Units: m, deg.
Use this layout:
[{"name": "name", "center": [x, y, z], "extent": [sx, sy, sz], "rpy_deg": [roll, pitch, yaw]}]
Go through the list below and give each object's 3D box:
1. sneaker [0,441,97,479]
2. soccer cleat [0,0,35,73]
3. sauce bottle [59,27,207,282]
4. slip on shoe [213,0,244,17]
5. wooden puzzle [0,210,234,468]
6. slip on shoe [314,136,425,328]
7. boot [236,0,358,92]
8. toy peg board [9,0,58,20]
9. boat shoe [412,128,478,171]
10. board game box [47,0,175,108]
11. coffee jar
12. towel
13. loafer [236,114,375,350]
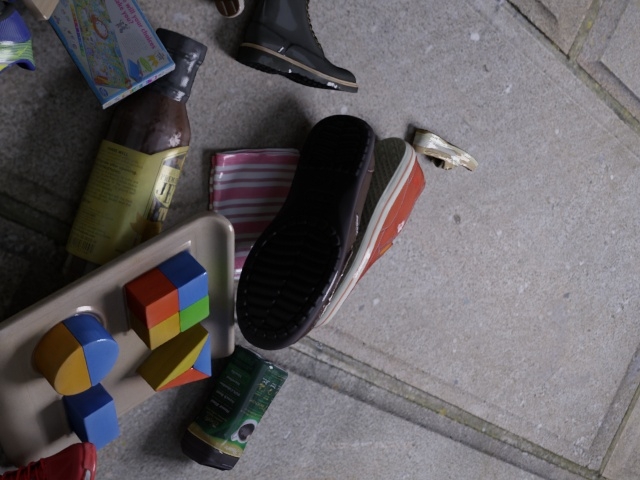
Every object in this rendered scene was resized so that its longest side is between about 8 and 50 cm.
[{"name": "sneaker", "center": [-0.388, 0.321, 1.231], "extent": [0.128, 0.087, 0.221], "rpy_deg": [25, 121, -34]}, {"name": "soccer cleat", "center": [-0.441, -0.164, 1.075], "extent": [0.289, 0.093, 0.121], "rpy_deg": [-42, 132, -28]}, {"name": "sauce bottle", "center": [-0.234, -0.101, 1.247], "extent": [0.111, 0.111, 0.344], "rpy_deg": [17, 95, -38]}, {"name": "slip on shoe", "center": [-0.132, -0.368, 1.290], "extent": [0.041, 0.051, 0.135], "rpy_deg": [-59, 133, -61]}, {"name": "wooden puzzle", "center": [-0.254, 0.150, 1.244], "extent": [0.348, 0.080, 0.322], "rpy_deg": [-27, 147, -25]}, {"name": "slip on shoe", "center": [0.065, -0.002, 1.500], "extent": [0.101, 0.123, 0.331], "rpy_deg": [42, 73, -41]}, {"name": "boot", "center": [-0.015, -0.295, 1.379], "extent": [0.198, 0.077, 0.137], "rpy_deg": [13, 90, -39]}, {"name": "toy peg board", "center": [-0.353, -0.358, 1.088], "extent": [0.160, 0.079, 0.161], "rpy_deg": [60, 37, -47]}, {"name": "boat shoe", "center": [0.204, -0.141, 1.602], "extent": [0.135, 0.050, 0.045], "rpy_deg": [24, 92, -29]}, {"name": "board game box", "center": [-0.262, -0.253, 1.177], "extent": [0.103, 0.026, 0.154], "rpy_deg": [-32, 92, -11]}, {"name": "coffee jar", "center": [-0.131, 0.254, 1.444], "extent": [0.184, 0.079, 0.096], "rpy_deg": [-59, 151, -7]}, {"name": "towel", "center": [-0.097, -0.037, 1.420], "extent": [0.144, 0.029, 0.197], "rpy_deg": [-7, 108, -34]}, {"name": "loafer", "center": [0.000, 0.000, 1.393], "extent": [0.365, 0.134, 0.130], "rpy_deg": [-65, 158, -17]}]
